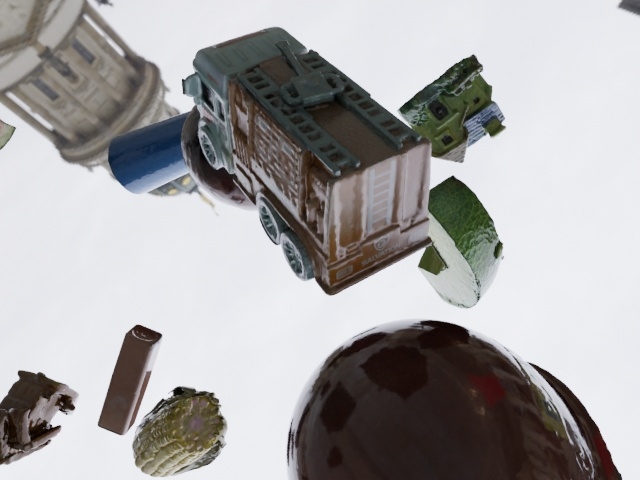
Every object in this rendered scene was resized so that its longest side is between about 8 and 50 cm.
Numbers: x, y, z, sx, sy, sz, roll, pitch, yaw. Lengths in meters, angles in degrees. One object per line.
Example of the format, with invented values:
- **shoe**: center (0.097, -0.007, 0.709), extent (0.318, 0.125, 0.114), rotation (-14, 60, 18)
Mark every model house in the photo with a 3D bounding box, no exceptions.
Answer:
- **model house**: center (0.307, -0.281, 1.355), extent (0.214, 0.189, 0.195), rotation (-36, -174, 11)
- **model house**: center (-0.735, 0.461, 1.532), extent (0.200, 0.219, 0.229), rotation (10, -122, 30)

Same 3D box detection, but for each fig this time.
- **fig**: center (-0.110, -0.147, 0.985), extent (0.214, 0.235, 0.234), rotation (119, -23, -52)

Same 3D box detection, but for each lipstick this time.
- **lipstick**: center (-0.259, 0.190, 0.830), extent (0.045, 0.045, 0.145), rotation (-69, 180, -75)

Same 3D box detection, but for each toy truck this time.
- **toy truck**: center (-0.024, -0.105, 0.617), extent (0.136, 0.162, 0.305), rotation (-25, -130, -21)

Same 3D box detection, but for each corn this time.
- **corn**: center (-0.259, 0.348, 1.094), extent (0.305, 0.122, 0.123), rotation (-42, -132, 50)

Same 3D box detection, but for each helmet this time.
- **helmet**: center (0.095, 0.222, 0.618), extent (0.338, 0.230, 0.384), rotation (-34, -148, 13)

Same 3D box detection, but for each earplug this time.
- **earplug**: center (-0.285, -0.196, 1.246), extent (0.273, 0.132, 0.132), rotation (-17, -129, 22)

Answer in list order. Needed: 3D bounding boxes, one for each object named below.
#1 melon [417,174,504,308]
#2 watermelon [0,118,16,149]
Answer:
- **melon**: center (0.161, 0.013, 0.723), extent (0.118, 0.209, 0.064), rotation (42, -105, 16)
- **watermelon**: center (-0.702, -0.218, 1.135), extent (0.145, 0.137, 0.193), rotation (16, -148, 29)
